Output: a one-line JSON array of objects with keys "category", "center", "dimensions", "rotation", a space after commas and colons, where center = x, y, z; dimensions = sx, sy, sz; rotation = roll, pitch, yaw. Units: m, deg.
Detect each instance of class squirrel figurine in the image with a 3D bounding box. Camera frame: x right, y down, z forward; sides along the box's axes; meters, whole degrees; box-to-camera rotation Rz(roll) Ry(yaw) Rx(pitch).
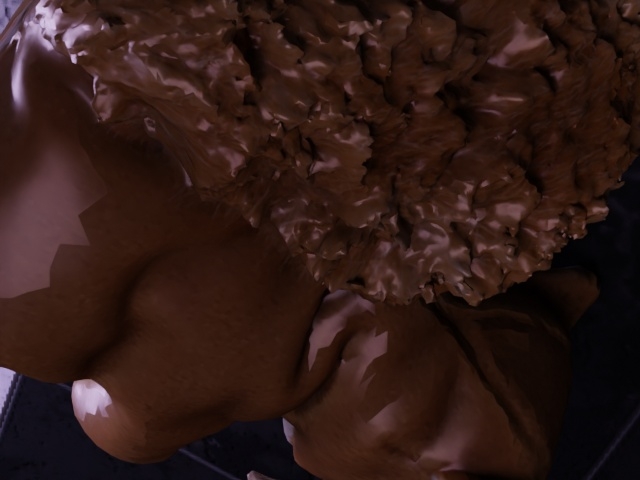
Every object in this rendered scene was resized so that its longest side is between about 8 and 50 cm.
[{"category": "squirrel figurine", "center": [0.000, 0.000, 0.927], "dimensions": [0.370, 0.281, 0.397], "rotation": [34, 136, -13]}]
